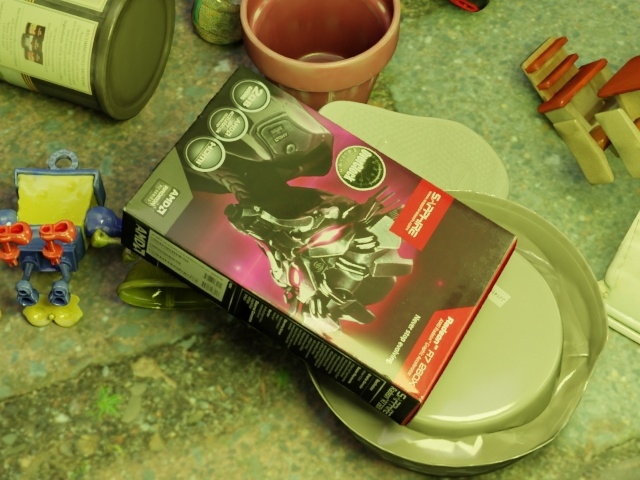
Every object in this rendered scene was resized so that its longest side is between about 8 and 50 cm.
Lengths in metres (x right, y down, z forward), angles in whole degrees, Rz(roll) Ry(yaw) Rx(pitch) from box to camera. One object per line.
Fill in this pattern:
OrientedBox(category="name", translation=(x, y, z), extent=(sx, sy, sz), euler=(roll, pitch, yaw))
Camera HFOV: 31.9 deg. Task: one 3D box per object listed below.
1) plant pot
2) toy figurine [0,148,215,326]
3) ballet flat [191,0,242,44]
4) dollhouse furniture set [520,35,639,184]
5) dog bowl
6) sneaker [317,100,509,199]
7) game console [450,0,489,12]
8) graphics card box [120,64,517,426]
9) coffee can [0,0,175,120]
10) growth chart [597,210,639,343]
OrientedBox(category="plant pot", translation=(0.001, -0.246, 1.465), extent=(0.201, 0.180, 0.201), euler=(0, 59, 1))
OrientedBox(category="toy figurine", translation=(-0.297, -0.037, 1.352), extent=(0.362, 0.191, 0.217), euler=(-1, 54, 0))
OrientedBox(category="ballet flat", translation=(-0.039, -0.404, 1.600), extent=(0.348, 0.123, 0.123), euler=(-37, 65, -19))
OrientedBox(category="dollhouse furniture set", translation=(0.375, -0.201, 1.372), extent=(0.262, 0.259, 0.135), euler=(-43, 106, -22))
OrientedBox(category="dog bowl", translation=(0.149, 0.111, 1.294), extent=(0.348, 0.102, 0.349), euler=(0, 59, 1))
OrientedBox(category="sneaker", translation=(0.092, -0.100, 1.423), extent=(0.295, 0.147, 0.105), euler=(14, 78, -26))
OrientedBox(category="game console", translation=(0.180, -0.543, 1.646), extent=(0.342, 0.060, 0.387), euler=(35, 59, 4))
OrientedBox(category="graphics card box", translation=(0.000, 0.000, 1.207), extent=(0.370, 0.094, 0.233), euler=(33, 63, 6))
OrientedBox(category="coffee can", translation=(-0.359, -0.295, 1.491), extent=(0.275, 0.202, 0.202), euler=(18, 61, 12))
OrientedBox(category="growth chart", translation=(0.410, 0.036, 1.276), extent=(0.172, 0.237, 0.021), euler=(36, 35, 15))
